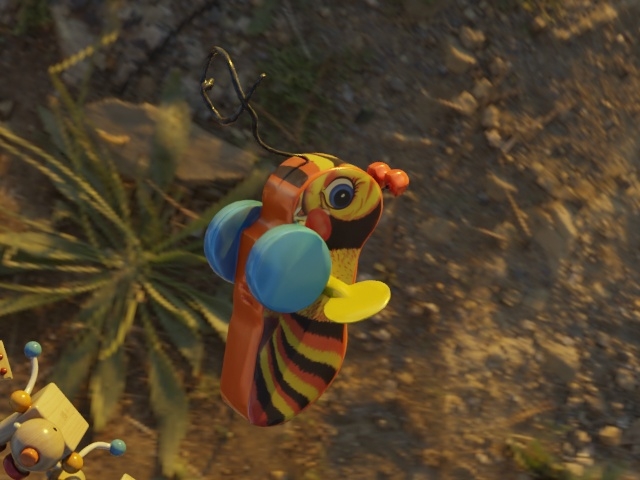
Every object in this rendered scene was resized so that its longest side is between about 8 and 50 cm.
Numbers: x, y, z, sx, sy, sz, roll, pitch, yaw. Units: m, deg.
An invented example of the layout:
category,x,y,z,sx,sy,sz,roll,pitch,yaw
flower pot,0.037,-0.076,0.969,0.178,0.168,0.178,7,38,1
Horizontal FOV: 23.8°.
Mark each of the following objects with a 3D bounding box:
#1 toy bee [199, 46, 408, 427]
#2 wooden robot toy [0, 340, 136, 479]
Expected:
category,x,y,z,sx,sy,sz,roll,pitch,yaw
toy bee,0.000,0.000,1.221,0.195,0.162,0.298,53,143,41
wooden robot toy,-0.191,0.146,1.038,0.076,0.079,0.173,-37,100,11
